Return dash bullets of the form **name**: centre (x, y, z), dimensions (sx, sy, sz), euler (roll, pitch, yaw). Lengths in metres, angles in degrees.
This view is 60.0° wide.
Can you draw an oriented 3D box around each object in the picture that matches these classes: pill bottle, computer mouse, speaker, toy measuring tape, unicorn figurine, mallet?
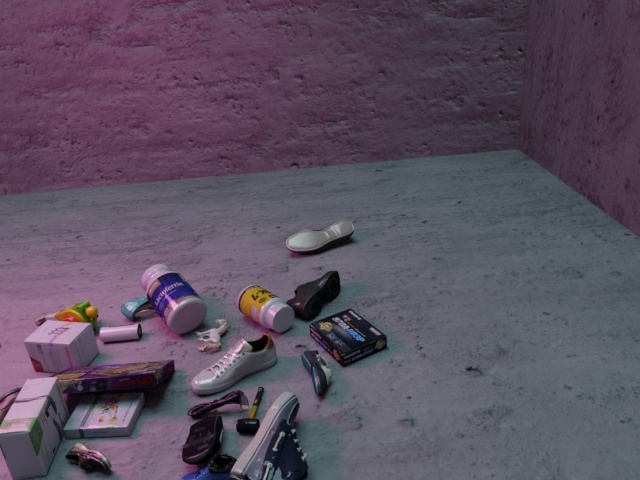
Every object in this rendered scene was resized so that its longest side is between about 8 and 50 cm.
- **pill bottle**: centre (-0.196, 0.246, 1.994), dimensions (0.119, 0.119, 0.208), euler (-25, 32, -36)
- **computer mouse**: centre (-0.273, 0.509, 1.499), dimensions (0.184, 0.060, 0.262), euler (-22, 17, -2)
- **speaker**: centre (-0.713, 0.331, 1.981), dimensions (0.136, 0.055, 0.055), euler (-6, 25, -1)
- **pill bottle**: centre (-0.544, 0.207, 2.033), dimensions (0.153, 0.153, 0.264), euler (-22, 45, -33)
- **toy measuring tape**: centre (-0.931, 0.306, 2.061), dimensions (0.330, 0.121, 0.121), euler (-17, 17, 30)
- **unicorn figurine**: centre (-0.375, 0.329, 1.933), dimensions (0.111, 0.060, 0.162), euler (-9, 41, -10)
- **mallet**: centre (-0.200, 0.483, 1.592), dimensions (0.062, 0.039, 0.190), euler (-6, 20, 2)

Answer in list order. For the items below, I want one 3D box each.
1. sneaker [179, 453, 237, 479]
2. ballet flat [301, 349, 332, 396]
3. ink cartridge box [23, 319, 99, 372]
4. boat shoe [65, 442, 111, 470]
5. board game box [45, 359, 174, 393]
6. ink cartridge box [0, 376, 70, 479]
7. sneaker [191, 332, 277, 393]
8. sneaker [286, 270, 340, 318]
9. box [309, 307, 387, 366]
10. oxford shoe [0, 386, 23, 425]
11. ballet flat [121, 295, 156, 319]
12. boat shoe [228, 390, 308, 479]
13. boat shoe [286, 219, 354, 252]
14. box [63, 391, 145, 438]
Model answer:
- **sneaker**: centre (-0.275, 0.565, 1.364), dimensions (0.152, 0.085, 0.058), euler (-4, 25, 2)
- **ballet flat**: centre (-0.003, 0.398, 1.695), dimensions (0.074, 0.074, 0.203), euler (-11, 23, -12)
- **ink cartridge box**: centre (-0.864, 0.358, 1.863), dimensions (0.176, 0.128, 0.127), euler (2, 26, 13)
- **boat shoe**: centre (-0.606, 0.575, 1.447), dimensions (0.152, 0.056, 0.049), euler (1, 29, 36)
- **board game box**: centre (-0.645, 0.417, 1.697), dimensions (0.346, 0.056, 0.208), euler (-5, 3, 1)
- **ink cartridge box**: centre (-0.770, 0.501, 1.502), dimensions (0.092, 0.160, 0.219), euler (-5, 26, -4)
- **sneaker**: centre (-0.276, 0.372, 1.736), dimensions (0.290, 0.123, 0.106), euler (-22, 32, -29)
- **sneaker**: centre (-0.025, 0.190, 2.106), dimensions (0.130, 0.109, 0.286), euler (5, 24, 34)
- **box**: centre (0.090, 0.320, 1.861), dimensions (0.175, 0.051, 0.220), euler (-17, 27, -25)
- **oxford shoe**: centre (-0.925, 0.512, 1.626), dimensions (0.096, 0.083, 0.227), euler (31, 39, 22)
- **ballet flat**: centre (-0.644, 0.243, 2.148), dimensions (0.247, 0.083, 0.087), euler (-26, 56, -37)
- **boat shoe**: centre (-0.089, 0.530, 1.396), dimensions (0.158, 0.127, 0.340), euler (18, 33, 14)
- **boat shoe**: centre (0.000, 0.000, 2.541), dimensions (0.335, 0.095, 0.112), euler (-18, 63, -18)
- **box**: centre (-0.624, 0.506, 1.610), dimensions (0.186, 0.038, 0.145), euler (-2, 25, 3)
